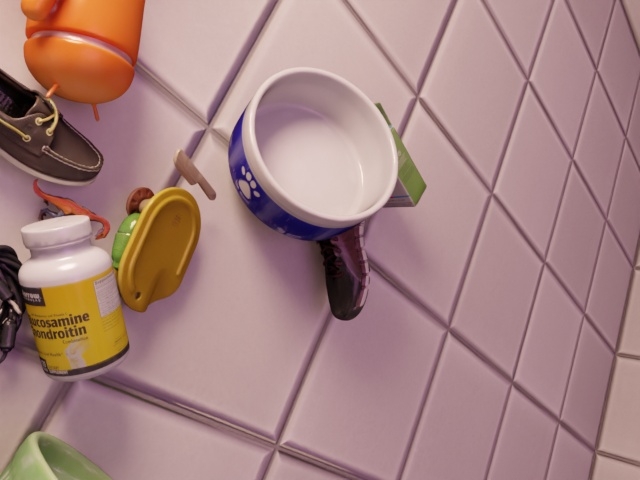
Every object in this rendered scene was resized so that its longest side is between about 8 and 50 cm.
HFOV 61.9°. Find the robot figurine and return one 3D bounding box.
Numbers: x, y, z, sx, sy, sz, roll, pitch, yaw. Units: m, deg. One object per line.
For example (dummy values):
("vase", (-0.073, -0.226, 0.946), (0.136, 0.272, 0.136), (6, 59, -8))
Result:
("robot figurine", (-0.283, -0.264, 0.644), (0.128, 0.158, 0.219), (8, 86, -27))

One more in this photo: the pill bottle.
("pill bottle", (-0.300, 0.067, 0.646), (0.103, 0.103, 0.184), (-21, 111, -41))

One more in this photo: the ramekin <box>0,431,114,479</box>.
("ramekin", (-0.262, 0.370, 0.580), (0.148, 0.303, 0.303), (-46, 121, -24))

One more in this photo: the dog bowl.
("dog bowl", (-0.010, -0.136, 0.862), (0.264, 0.104, 0.265), (11, 66, -26))

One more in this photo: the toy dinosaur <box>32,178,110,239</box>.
("toy dinosaur", (-0.308, -0.030, 0.668), (0.082, 0.090, 0.047), (12, 68, 1))

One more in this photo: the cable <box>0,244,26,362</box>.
("cable", (-0.417, 0.060, 0.584), (0.184, 0.047, 0.151), (27, 73, -40))

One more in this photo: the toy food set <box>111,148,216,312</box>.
("toy food set", (-0.236, -0.011, 0.749), (0.218, 0.071, 0.128), (-69, 155, -14))

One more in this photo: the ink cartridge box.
("ink cartridge box", (0.109, -0.158, 1.036), (0.209, 0.109, 0.062), (53, 57, -31))

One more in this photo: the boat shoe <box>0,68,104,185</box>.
("boat shoe", (-0.347, -0.141, 0.612), (0.227, 0.068, 0.081), (34, 37, -39))

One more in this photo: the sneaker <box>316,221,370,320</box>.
("sneaker", (0.000, 0.000, 0.958), (0.162, 0.106, 0.281), (9, 76, -37))
